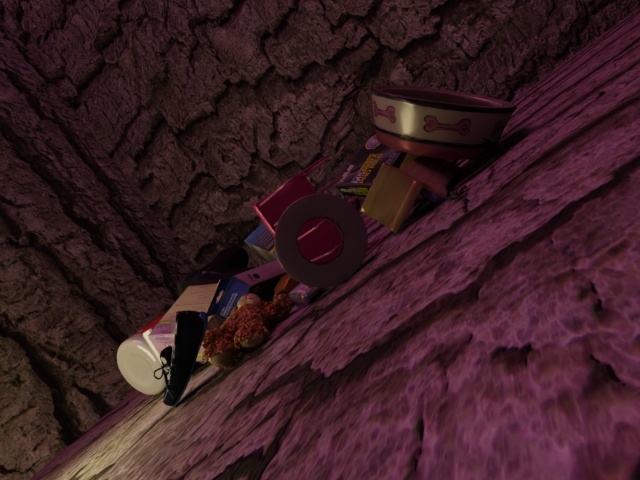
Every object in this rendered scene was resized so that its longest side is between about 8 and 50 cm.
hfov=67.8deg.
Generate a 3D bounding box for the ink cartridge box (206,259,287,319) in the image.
[{"bbox_3d":[-0.189,0.151,1.457,0.332,0.065,0.165,-18,-36,-50],"label":"ink cartridge box"}]

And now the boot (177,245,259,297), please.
[{"bbox_3d":[-0.293,0.127,1.844,0.445,0.146,0.367,-8,24,44],"label":"boot"}]

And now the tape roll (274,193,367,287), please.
[{"bbox_3d":[0.000,0.000,1.136,0.219,0.219,0.072,-37,2,-2],"label":"tape roll"}]

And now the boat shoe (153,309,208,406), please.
[{"bbox_3d":[-0.353,0.283,1.175,0.109,0.088,0.259,-140,68,-71],"label":"boat shoe"}]

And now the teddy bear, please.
[{"bbox_3d":[-0.195,0.215,1.231,0.245,0.113,0.338,-34,4,25],"label":"teddy bear"}]

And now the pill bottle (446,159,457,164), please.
[{"bbox_3d":[0.344,-0.274,1.750,0.334,0.188,0.188,-38,2,-21],"label":"pill bottle"}]

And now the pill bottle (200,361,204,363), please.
[{"bbox_3d":[-0.365,0.322,1.639,0.186,0.112,0.112,-39,3,-23],"label":"pill bottle"}]

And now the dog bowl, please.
[{"bbox_3d":[0.340,-0.348,1.390,0.408,0.407,0.151,-41,-38,-60],"label":"dog bowl"}]

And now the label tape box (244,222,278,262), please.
[{"bbox_3d":[-0.099,-0.019,1.693,0.240,0.106,0.333,-46,28,-16],"label":"label tape box"}]

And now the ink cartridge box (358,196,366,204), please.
[{"bbox_3d":[0.244,-0.203,1.999,0.128,0.176,0.127,-35,3,39],"label":"ink cartridge box"}]

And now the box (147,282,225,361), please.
[{"bbox_3d":[-0.377,0.257,1.515,0.213,0.117,0.243,-8,30,26],"label":"box"}]

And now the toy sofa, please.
[{"bbox_3d":[0.265,-0.147,1.337,0.362,0.177,0.150,-41,-20,-59],"label":"toy sofa"}]

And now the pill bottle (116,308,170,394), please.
[{"bbox_3d":[-0.558,0.386,1.848,0.229,0.229,0.407,-36,3,32],"label":"pill bottle"}]

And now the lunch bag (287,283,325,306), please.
[{"bbox_3d":[-0.032,0.127,1.208,0.071,0.053,0.083,-40,12,-32],"label":"lunch bag"}]

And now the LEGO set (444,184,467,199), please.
[{"bbox_3d":[0.306,-0.102,1.053,0.083,0.024,0.054,-22,-6,-39],"label":"LEGO set"}]

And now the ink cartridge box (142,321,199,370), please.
[{"bbox_3d":[-0.494,0.364,1.619,0.045,0.206,0.208,-31,4,6],"label":"ink cartridge box"}]

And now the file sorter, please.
[{"bbox_3d":[0.005,-0.053,1.298,0.202,0.291,0.182,-39,6,-36],"label":"file sorter"}]

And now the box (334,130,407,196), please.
[{"bbox_3d":[0.202,-0.267,1.633,0.216,0.060,0.270,12,60,51],"label":"box"}]

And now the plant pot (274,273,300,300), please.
[{"bbox_3d":[-0.086,0.145,1.388,0.081,0.081,0.083,-36,9,35],"label":"plant pot"}]
